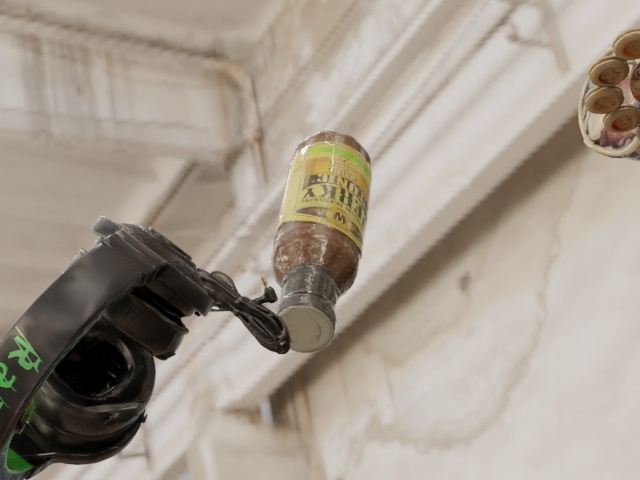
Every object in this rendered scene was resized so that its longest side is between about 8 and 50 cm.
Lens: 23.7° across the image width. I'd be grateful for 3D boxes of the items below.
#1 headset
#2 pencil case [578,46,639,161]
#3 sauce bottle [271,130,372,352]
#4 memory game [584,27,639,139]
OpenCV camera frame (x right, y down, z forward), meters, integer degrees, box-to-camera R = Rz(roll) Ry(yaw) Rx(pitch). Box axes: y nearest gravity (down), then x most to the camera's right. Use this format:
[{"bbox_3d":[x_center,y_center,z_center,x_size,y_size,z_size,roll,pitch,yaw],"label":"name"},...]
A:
[{"bbox_3d":[-0.167,0.101,1.382,0.243,0.185,0.394,-58,-10,24],"label":"headset"},{"bbox_3d":[0.594,-0.197,2.242,0.410,0.160,0.183,2,-41,-22],"label":"pencil case"},{"bbox_3d":[0.000,0.000,1.825,0.111,0.344,0.111,3,-53,3],"label":"sauce bottle"},{"bbox_3d":[0.331,-0.149,1.388,0.186,0.012,0.186,-5,-34,-4],"label":"memory game"}]
